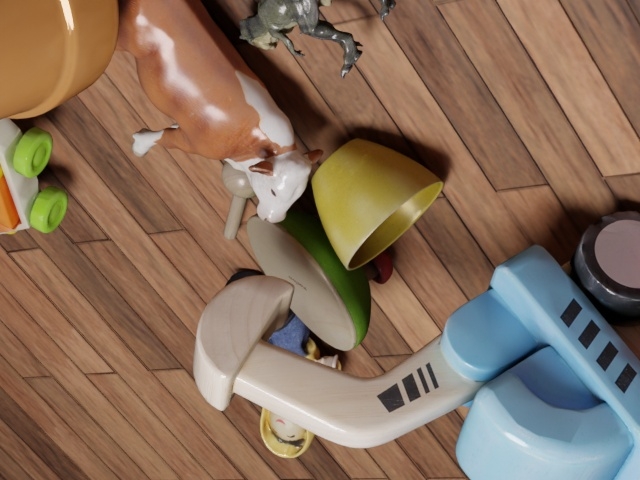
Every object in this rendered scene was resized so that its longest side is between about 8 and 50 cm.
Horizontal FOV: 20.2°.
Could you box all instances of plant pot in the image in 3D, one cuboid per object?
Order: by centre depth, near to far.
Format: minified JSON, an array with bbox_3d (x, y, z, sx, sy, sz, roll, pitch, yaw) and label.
[{"bbox_3d":[-0.362,-0.218,1.666,0.291,0.203,0.291,22,133,26],"label":"plant pot"},{"bbox_3d":[0.047,-0.049,1.858,0.095,0.134,0.134,48,147,12],"label":"plant pot"}]

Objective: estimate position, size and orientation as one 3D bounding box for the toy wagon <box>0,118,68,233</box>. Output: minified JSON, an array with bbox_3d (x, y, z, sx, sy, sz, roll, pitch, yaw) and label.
[{"bbox_3d":[-0.425,-0.089,2.101,0.267,0.068,0.344,24,152,17],"label":"toy wagon"}]

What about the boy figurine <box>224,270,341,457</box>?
[{"bbox_3d":[-0.058,0.157,2.210,0.177,0.092,0.285,10,139,17],"label":"boy figurine"}]

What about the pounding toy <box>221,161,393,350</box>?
[{"bbox_3d":[0.000,0.000,1.980,0.237,0.110,0.183,46,161,21],"label":"pounding toy"}]

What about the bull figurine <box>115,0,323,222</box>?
[{"bbox_3d":[-0.133,-0.151,1.831,0.188,0.101,0.310,-10,121,42],"label":"bull figurine"}]

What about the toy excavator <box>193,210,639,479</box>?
[{"bbox_3d":[0.155,0.142,1.783,0.433,0.445,0.222,51,155,20],"label":"toy excavator"}]

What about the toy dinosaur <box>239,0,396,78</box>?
[{"bbox_3d":[0.005,-0.230,1.692,0.118,0.064,0.268,35,142,-2],"label":"toy dinosaur"}]
